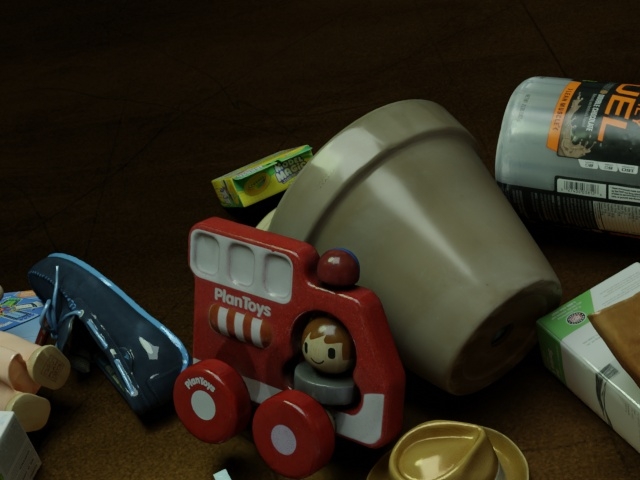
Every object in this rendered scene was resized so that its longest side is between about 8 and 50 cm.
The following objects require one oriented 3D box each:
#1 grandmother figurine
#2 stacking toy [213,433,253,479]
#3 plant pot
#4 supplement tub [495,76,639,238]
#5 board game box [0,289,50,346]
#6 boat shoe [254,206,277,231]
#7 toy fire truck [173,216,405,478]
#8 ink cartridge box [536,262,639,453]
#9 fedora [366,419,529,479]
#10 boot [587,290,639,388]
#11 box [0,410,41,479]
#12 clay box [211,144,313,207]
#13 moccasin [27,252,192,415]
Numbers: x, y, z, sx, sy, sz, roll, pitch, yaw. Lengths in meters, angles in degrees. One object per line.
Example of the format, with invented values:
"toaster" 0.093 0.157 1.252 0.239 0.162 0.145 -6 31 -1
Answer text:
"grandmother figurine" -0.502 0.149 1.659 0.342 0.104 0.208 13 63 30
"stacking toy" -0.096 0.318 1.402 0.167 0.052 0.221 -25 38 -13
"plant pot" 0.138 0.031 1.507 0.323 0.323 0.280 -32 57 -20
"supplement tub" 0.425 -0.107 1.627 0.338 0.207 0.207 9 44 28
"board game box" -0.538 0.140 1.788 0.281 0.027 0.145 -6 41 11
"boat shoe" 0.000 0.000 1.705 0.110 0.121 0.341 16 45 31
"toy fire truck" -0.037 0.118 1.427 0.302 0.254 0.169 15 24 34
"ink cartridge box" 0.386 0.144 1.421 0.160 0.092 0.219 -28 41 -14
"fedora" 0.139 0.261 1.371 0.194 0.079 0.194 -9 38 7
"boot" 0.364 0.190 1.245 0.264 0.096 0.280 -26 79 -14
"box" -0.479 0.286 1.526 0.203 0.103 0.114 -1 40 18
"clay box" -0.083 -0.095 1.823 0.127 0.053 0.222 -24 8 -11
"moccasin" -0.316 0.120 1.653 0.117 0.137 0.342 -41 44 -23
